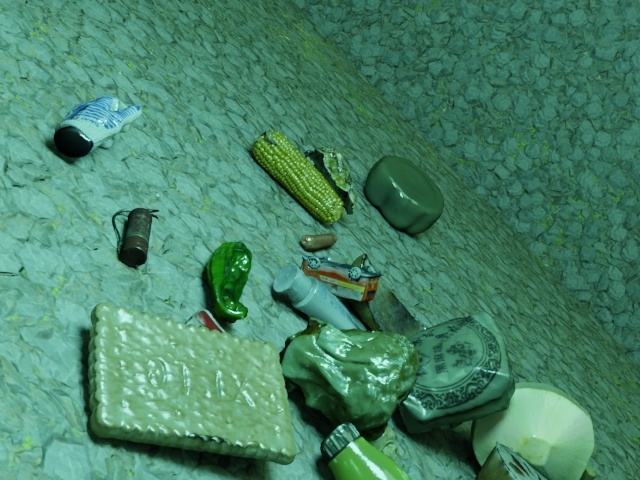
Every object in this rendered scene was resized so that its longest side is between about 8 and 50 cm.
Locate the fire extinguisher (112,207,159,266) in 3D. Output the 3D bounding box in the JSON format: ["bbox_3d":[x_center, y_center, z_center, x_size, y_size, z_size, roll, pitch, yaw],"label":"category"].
[{"bbox_3d":[-0.324,-0.018,1.438,0.078,0.045,0.157,13,33,-15],"label":"fire extinguisher"}]

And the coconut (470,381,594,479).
[{"bbox_3d":[0.437,0.416,1.721,0.259,0.259,0.259,37,23,-19],"label":"coconut"}]

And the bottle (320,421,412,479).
[{"bbox_3d":[0.099,0.411,1.327,0.260,0.112,0.112,50,23,13],"label":"bottle"}]

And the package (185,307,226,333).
[{"bbox_3d":[-0.191,0.194,1.310,0.154,0.030,0.239,45,23,6],"label":"package"}]

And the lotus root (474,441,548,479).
[{"bbox_3d":[0.366,0.523,1.510,0.272,0.192,0.272,36,14,-10],"label":"lotus root"}]

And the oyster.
[{"bbox_3d":[0.044,-0.158,2.179,0.223,0.083,0.214,55,-2,28],"label":"oyster"}]

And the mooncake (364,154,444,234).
[{"bbox_3d":[0.251,-0.137,2.539,0.275,0.135,0.275,34,27,-20],"label":"mooncake"}]

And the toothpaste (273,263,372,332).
[{"bbox_3d":[0.026,0.153,1.726,0.299,0.073,0.114,40,13,-33],"label":"toothpaste"}]

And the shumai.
[{"bbox_3d":[0.039,0.212,1.461,0.218,0.189,0.256,31,5,-15],"label":"shumai"}]

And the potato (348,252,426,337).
[{"bbox_3d":[0.118,0.160,1.868,0.261,0.100,0.120,52,47,-25],"label":"potato"}]

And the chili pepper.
[{"bbox_3d":[-0.165,0.071,1.521,0.100,0.074,0.257,37,25,-20],"label":"chili pepper"}]

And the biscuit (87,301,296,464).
[{"bbox_3d":[-0.183,0.213,1.206,0.324,0.044,0.217,18,40,-34],"label":"biscuit"}]

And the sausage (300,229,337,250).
[{"bbox_3d":[0.000,0.000,1.978,0.158,0.036,0.042,-13,95,-64],"label":"sausage"}]

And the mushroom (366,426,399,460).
[{"bbox_3d":[0.102,0.363,1.456,0.067,0.084,0.083,16,5,33],"label":"mushroom"}]

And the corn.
[{"bbox_3d":[-0.051,-0.162,2.090,0.293,0.106,0.106,43,22,-3],"label":"corn"}]

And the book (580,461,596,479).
[{"bbox_3d":[0.512,0.477,1.873,0.026,0.161,0.231,11,37,-29],"label":"book"}]

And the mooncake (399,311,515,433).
[{"bbox_3d":[0.264,0.261,1.696,0.254,0.250,0.136,-96,170,-56],"label":"mooncake"}]

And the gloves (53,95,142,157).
[{"bbox_3d":[-0.411,-0.215,1.543,0.229,0.119,0.097,-49,130,-70],"label":"gloves"}]

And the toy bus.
[{"bbox_3d":[0.038,0.080,1.768,0.174,0.077,0.079,13,7,27],"label":"toy bus"}]
